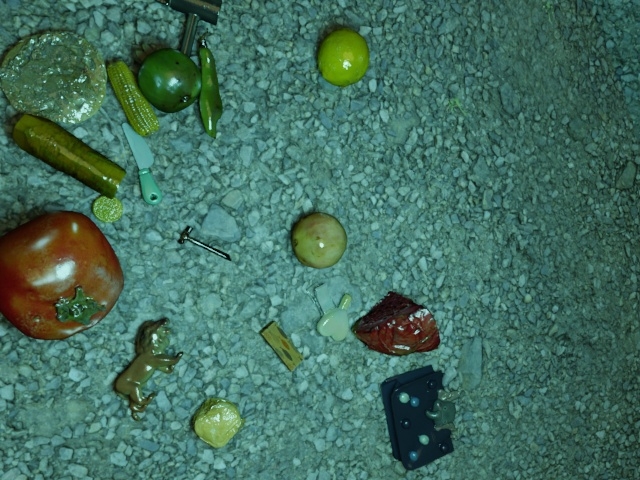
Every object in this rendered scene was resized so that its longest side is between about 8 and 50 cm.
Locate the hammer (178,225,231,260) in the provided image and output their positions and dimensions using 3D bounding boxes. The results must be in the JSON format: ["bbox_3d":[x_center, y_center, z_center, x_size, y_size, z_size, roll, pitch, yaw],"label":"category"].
[{"bbox_3d":[-0.358,0.018,1.514,0.179,0.021,0.065,29,81,-18],"label":"hammer"}]

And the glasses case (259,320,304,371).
[{"bbox_3d":[-0.130,0.351,1.589,0.065,0.041,0.169,-42,103,-26],"label":"glasses case"}]

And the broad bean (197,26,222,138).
[{"bbox_3d":[-0.349,-0.480,1.481,0.067,0.075,0.324,-4,96,10],"label":"broad bean"}]

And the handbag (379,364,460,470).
[{"bbox_3d":[0.379,0.640,1.736,0.270,0.118,0.325,-13,97,-19],"label":"handbag"}]

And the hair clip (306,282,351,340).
[{"bbox_3d":[0.041,0.243,1.638,0.159,0.071,0.218,-29,104,-19],"label":"hair clip"}]

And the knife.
[{"bbox_3d":[-0.535,-0.235,1.444,0.063,0.035,0.260,-17,93,-22],"label":"knife"}]

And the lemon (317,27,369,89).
[{"bbox_3d":[0.078,-0.607,1.577,0.174,0.173,0.206,22,75,-18],"label":"lemon"}]

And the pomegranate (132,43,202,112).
[{"bbox_3d":[-0.460,-0.488,1.401,0.187,0.187,0.225,-43,76,-14],"label":"pomegranate"}]

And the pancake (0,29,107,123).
[{"bbox_3d":[-0.751,-0.463,1.353,0.283,0.049,0.281,-1,92,-19],"label":"pancake"}]

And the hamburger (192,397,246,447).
[{"bbox_3d":[-0.322,0.570,1.505,0.147,0.083,0.138,44,81,-13],"label":"hamburger"}]

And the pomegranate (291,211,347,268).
[{"bbox_3d":[-0.001,0.000,1.555,0.192,0.191,0.191,0,91,-19],"label":"pomegranate"}]

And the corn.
[{"bbox_3d":[-0.556,-0.417,1.407,0.080,0.080,0.230,-29,101,-17],"label":"corn"}]

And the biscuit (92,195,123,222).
[{"bbox_3d":[-0.631,-0.093,1.415,0.084,0.023,0.083,-1,93,-20],"label":"biscuit"}]

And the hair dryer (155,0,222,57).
[{"bbox_3d":[-0.425,-0.648,1.459,0.196,0.078,0.248,13,92,-17],"label":"hair dryer"}]

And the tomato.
[{"bbox_3d":[-0.680,0.087,1.245,0.293,0.325,0.290,-39,58,-11],"label":"tomato"}]

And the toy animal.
[{"bbox_3d":[-0.528,0.380,1.433,0.158,0.097,0.312,35,82,-4],"label":"toy animal"}]

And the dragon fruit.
[{"bbox_3d":[0.267,0.269,1.615,0.303,0.330,0.240,-7,71,-17],"label":"dragon fruit"}]

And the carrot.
[{"bbox_3d":[-0.699,-0.237,1.343,0.302,0.114,0.114,33,80,-19],"label":"carrot"}]
